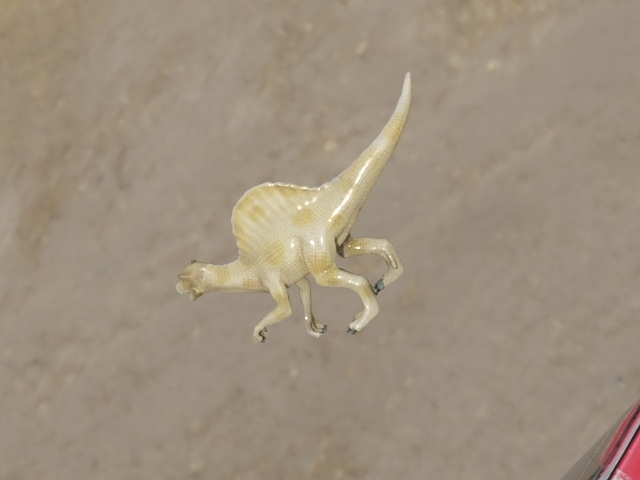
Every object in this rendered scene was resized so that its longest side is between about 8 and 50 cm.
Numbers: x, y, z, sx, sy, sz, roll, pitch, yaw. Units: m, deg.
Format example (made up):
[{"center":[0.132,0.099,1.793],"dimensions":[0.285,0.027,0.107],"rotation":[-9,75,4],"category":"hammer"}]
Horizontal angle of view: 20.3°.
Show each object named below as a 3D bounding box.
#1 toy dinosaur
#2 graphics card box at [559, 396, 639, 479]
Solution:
[{"center":[0.000,0.000,0.954],"dimensions":[0.183,0.092,0.053],"rotation":[-38,14,20],"category":"toy dinosaur"},{"center":[0.161,0.277,1.312],"dimensions":[0.233,0.094,0.371],"rotation":[-51,-5,-36],"category":"graphics card box"}]
